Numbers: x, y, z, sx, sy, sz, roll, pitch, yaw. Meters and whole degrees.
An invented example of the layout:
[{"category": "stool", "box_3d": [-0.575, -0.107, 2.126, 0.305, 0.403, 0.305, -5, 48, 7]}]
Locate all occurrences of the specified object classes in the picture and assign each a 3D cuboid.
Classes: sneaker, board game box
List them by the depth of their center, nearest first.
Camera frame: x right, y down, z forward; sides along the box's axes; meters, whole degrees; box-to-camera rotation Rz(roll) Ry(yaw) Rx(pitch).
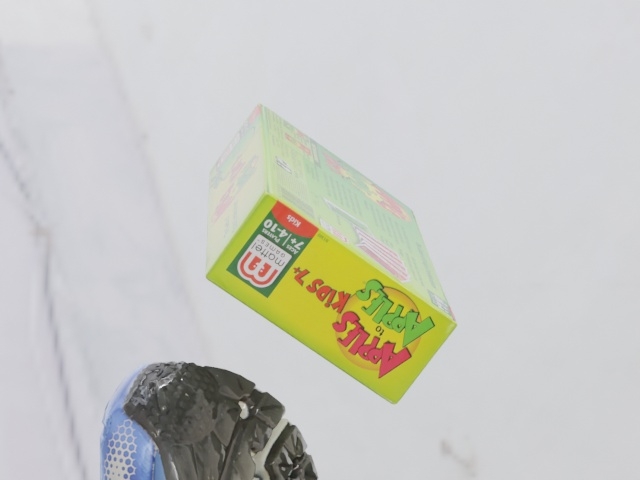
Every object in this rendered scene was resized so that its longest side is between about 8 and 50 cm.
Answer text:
[{"category": "sneaker", "box_3d": [-0.091, 0.180, 0.795, 0.130, 0.147, 0.330, -58, 162, -51]}, {"category": "board game box", "box_3d": [0.000, 0.000, 0.813, 0.043, 0.092, 0.181, -53, -169, 11]}]
